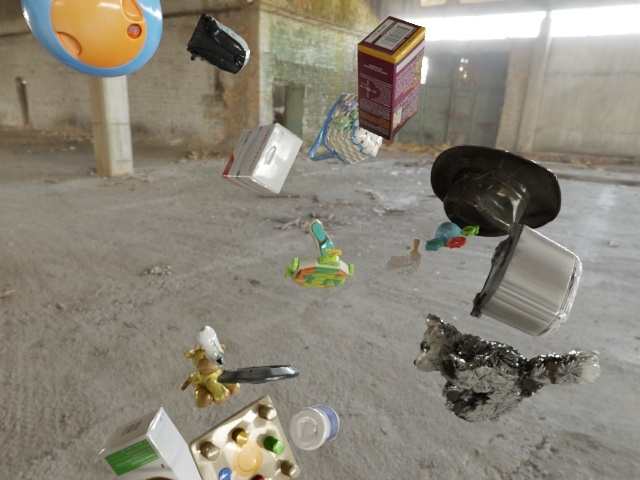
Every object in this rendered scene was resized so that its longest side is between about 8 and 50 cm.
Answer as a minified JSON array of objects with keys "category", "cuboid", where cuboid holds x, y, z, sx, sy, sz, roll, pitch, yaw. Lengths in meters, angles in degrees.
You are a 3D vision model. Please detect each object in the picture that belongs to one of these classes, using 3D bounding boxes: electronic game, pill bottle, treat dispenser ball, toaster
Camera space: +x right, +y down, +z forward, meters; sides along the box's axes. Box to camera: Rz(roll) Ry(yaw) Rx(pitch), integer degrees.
[{"category":"electronic game","cuboid":[-0.173,0.382,1.253,0.230,0.048,0.229,-4,-13,-1]},{"category":"pill bottle","cuboid":[-0.005,0.326,0.784,0.067,0.066,0.120,9,-13,20]},{"category":"treat dispenser ball","cuboid":[-0.513,-0.524,1.017,0.289,0.287,0.288,3,17,-1]},{"category":"toaster","cuboid":[0.400,0.085,0.864,0.147,0.129,0.226,27,59,14]}]

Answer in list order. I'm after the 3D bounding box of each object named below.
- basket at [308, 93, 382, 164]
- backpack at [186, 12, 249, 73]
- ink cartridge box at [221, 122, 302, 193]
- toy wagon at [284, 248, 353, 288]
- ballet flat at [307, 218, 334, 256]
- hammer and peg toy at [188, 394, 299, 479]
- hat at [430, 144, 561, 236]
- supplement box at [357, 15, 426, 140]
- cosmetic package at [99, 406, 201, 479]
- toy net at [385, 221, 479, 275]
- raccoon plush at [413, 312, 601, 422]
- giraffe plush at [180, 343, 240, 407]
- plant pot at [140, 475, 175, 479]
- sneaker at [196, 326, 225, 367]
[{"category":"basket","cuboid":[0.097,-0.409,1.626,0.201,0.254,0.289,34,-19,-34]},{"category":"backpack","cuboid":[-0.317,-0.625,1.432,0.182,0.152,0.115,27,35,-17]},{"category":"ink cartridge box","cuboid":[-0.202,-0.272,1.493,0.114,0.196,0.273,28,-6,-31]},{"category":"toy wagon","cuboid":[0.002,0.125,1.894,0.268,0.068,0.344,7,-23,-14]},{"category":"ballet flat","cuboid":[0.000,0.000,2.105,0.086,0.248,0.086,-16,30,10]},{"category":"hammer and peg toy","cuboid":[-0.191,0.656,1.232,0.266,0.360,0.127,-23,5,-35]},{"category":"hat","cuboid":[0.419,-0.089,1.129,0.332,0.331,0.133,13,57,32]},{"category":"supplement box","cuboid":[0.130,-0.297,0.831,0.081,0.188,0.104,31,65,23]},{"category":"cosmetic package","cuboid":[-0.559,0.796,1.548,0.197,0.365,0.155,-27,12,6]},{"category":"toy net","cuboid":[0.257,0.029,1.031,0.232,0.045,0.122,-33,30,-18]},{"category":"raccoon plush","cuboid":[0.494,0.331,1.269,0.448,0.215,0.299,-5,27,7]},{"category":"giraffe plush","cuboid":[-0.393,0.454,1.568,0.211,0.170,0.182,18,24,35]},{"category":"plant pot","cuboid":[-0.495,0.812,1.273,0.216,0.230,0.215,14,51,-19]},{"category":"sneaker","cuboid":[-0.307,0.306,1.278,0.054,0.152,0.061,-36,45,-28]}]
